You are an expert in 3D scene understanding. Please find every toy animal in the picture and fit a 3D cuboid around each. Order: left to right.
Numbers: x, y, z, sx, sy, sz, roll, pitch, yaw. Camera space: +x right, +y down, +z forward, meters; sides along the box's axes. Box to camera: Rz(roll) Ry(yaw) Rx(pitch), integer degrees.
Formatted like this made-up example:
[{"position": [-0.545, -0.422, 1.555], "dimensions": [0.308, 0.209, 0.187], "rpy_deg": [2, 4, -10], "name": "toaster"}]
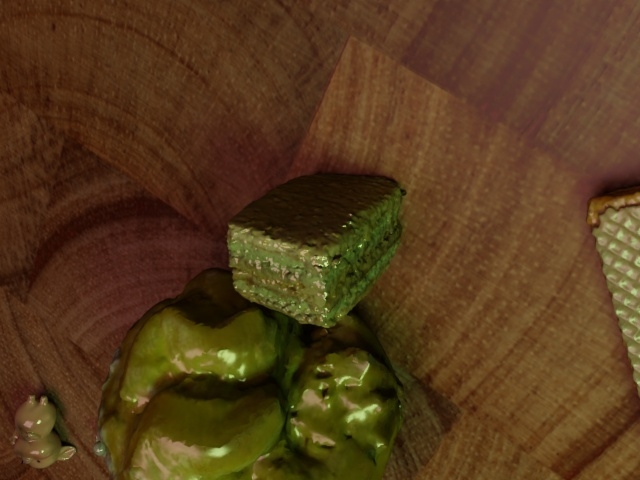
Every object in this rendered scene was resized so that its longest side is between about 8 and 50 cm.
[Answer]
[{"position": [-0.479, 0.328, 1.292], "dimensions": [0.083, 0.089, 0.150], "rpy_deg": [29, 126, 41], "name": "toy animal"}]

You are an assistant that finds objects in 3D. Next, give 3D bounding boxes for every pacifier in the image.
[{"position": [-0.338, 0.324, 1.217], "dimensions": [0.083, 0.064, 0.068], "rpy_deg": [4, 94, 27], "name": "pacifier"}]

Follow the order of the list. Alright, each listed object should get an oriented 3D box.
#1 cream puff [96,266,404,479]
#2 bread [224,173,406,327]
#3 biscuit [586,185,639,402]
[{"position": [-0.054, 0.200, 0.871], "dimensions": [0.275, 0.378, 0.378], "rpy_deg": [-22, 98, 32], "name": "cream puff"}, {"position": [0.000, 0.000, 0.834], "dimensions": [0.138, 0.196, 0.102], "rpy_deg": [16, 124, 23], "name": "bread"}, {"position": [0.362, 0.124, 0.767], "dimensions": [0.094, 0.054, 0.379], "rpy_deg": [-12, 103, 32], "name": "biscuit"}]
